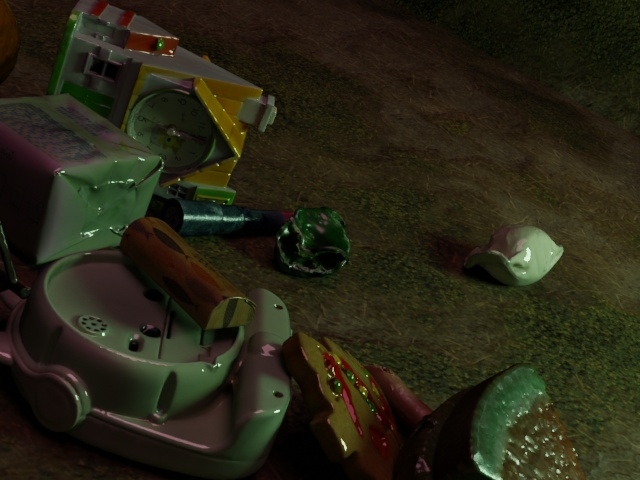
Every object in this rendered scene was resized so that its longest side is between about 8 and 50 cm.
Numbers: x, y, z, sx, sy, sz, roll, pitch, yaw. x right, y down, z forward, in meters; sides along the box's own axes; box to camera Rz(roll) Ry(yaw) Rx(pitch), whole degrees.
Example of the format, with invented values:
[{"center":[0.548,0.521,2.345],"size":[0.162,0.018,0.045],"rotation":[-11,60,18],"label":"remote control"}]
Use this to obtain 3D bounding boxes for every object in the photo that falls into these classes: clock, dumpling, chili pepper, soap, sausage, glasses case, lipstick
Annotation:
[{"center":[-0.192,0.111,1.143],"size":[0.324,0.108,0.265],"rotation":[17,25,-11],"label":"clock"},{"center":[0.305,0.025,1.787],"size":[0.134,0.100,0.169],"rotation":[-3,25,47],"label":"dumpling"},{"center":[-0.228,-0.177,1.552],"size":[0.309,0.235,0.166],"rotation":[18,24,-10],"label":"clock"},{"center":[0.001,-0.002,1.605],"size":[0.108,0.062,0.216],"rotation":[31,24,4],"label":"chili pepper"},{"center":[-0.338,-0.083,1.383],"size":[0.199,0.138,0.182],"rotation":[34,26,26],"label":"soap"},{"center":[0.109,0.203,1.287],"size":[0.043,0.043,0.186],"rotation":[-5,36,-45],"label":"sausage"},{"center":[-0.141,0.032,1.170],"size":[0.065,0.041,0.170],"rotation":[-1,30,-45],"label":"glasses case"},{"center":[-0.118,-0.031,1.572],"size":[0.234,0.053,0.053],"rotation":[0,32,-43],"label":"lipstick"}]

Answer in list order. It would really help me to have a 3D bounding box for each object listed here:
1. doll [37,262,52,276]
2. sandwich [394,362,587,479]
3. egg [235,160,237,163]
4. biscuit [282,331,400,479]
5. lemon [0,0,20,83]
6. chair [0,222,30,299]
[{"center":[-0.288,0.038,1.316],"size":[0.037,0.027,0.125],"rotation":[36,25,27],"label":"doll"},{"center":[0.191,0.243,1.154],"size":[0.292,0.109,0.212],"rotation":[-4,56,-51],"label":"sandwich"},{"center":[-0.166,-0.134,1.721],"size":[0.083,0.071,0.071],"rotation":[7,28,-45],"label":"egg"},{"center":[0.041,0.183,1.178],"size":[0.212,0.041,0.239],"rotation":[58,15,4],"label":"biscuit"},{"center":[-0.536,-0.288,1.576],"size":[0.192,0.192,0.231],"rotation":[24,26,4],"label":"lemon"},{"center":[-0.416,-0.017,1.122],"size":[0.141,0.154,0.260],"rotation":[-23,25,-30],"label":"chair"}]
